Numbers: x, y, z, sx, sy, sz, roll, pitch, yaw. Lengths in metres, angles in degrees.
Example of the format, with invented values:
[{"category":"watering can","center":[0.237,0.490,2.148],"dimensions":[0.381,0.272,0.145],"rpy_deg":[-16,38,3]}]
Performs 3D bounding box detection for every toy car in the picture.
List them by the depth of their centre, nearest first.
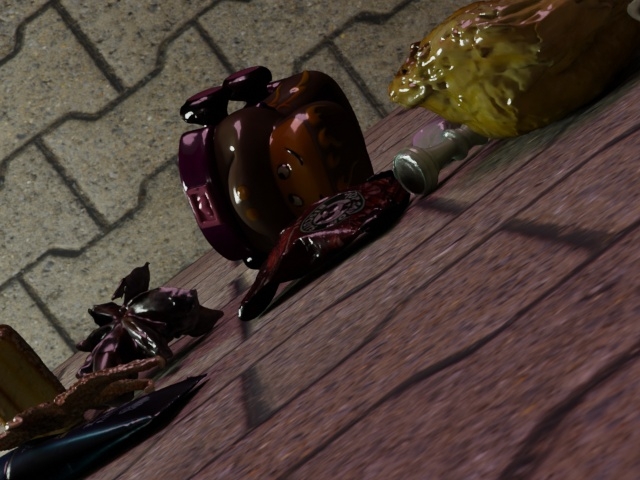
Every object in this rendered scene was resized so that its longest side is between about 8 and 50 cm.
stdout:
[{"category":"toy car","center":[-0.030,-0.119,1.990],"dimensions":[0.240,0.271,0.340],"rpy_deg":[-12,18,31]}]

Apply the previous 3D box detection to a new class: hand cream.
[{"category":"hand cream","center":[-0.243,0.215,1.500],"dimensions":[0.270,0.061,0.120],"rpy_deg":[-27,3,25]}]

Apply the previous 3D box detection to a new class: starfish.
[{"category":"starfish","center":[-0.283,0.184,1.599],"dimensions":[0.231,0.048,0.295],"rpy_deg":[-25,-8,-7]}]

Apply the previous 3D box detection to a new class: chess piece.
[{"category":"chess piece","center":[0.154,-0.110,1.655],"dimensions":[0.149,0.059,0.059],"rpy_deg":[-33,2,-31]}]

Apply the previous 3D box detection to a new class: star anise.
[{"category":"star anise","center":[-0.241,0.126,1.865],"dimensions":[0.212,0.129,0.282],"rpy_deg":[-45,16,-18]}]

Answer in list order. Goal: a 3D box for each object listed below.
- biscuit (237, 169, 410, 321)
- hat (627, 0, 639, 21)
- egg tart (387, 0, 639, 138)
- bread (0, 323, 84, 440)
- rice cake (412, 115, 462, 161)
[{"category":"biscuit","center":[0.001,-0.002,1.667],"dimensions":[0.235,0.063,0.151],"rpy_deg":[-29,20,28]},{"category":"hat","center":[0.348,-0.202,1.067],"dimensions":[0.219,0.164,0.226],"rpy_deg":[-38,-34,-4]},{"category":"egg tart","center":[0.236,-0.218,1.478],"dimensions":[0.339,0.153,0.351],"rpy_deg":[-40,6,-34]},{"category":"bread","center":[-0.435,0.212,2.014],"dimensions":[0.110,0.184,0.234],"rpy_deg":[-42,5,-12]},{"category":"rice cake","center":[0.215,-0.186,1.882],"dimensions":[0.072,0.056,0.365],"rpy_deg":[-31,8,36]}]
